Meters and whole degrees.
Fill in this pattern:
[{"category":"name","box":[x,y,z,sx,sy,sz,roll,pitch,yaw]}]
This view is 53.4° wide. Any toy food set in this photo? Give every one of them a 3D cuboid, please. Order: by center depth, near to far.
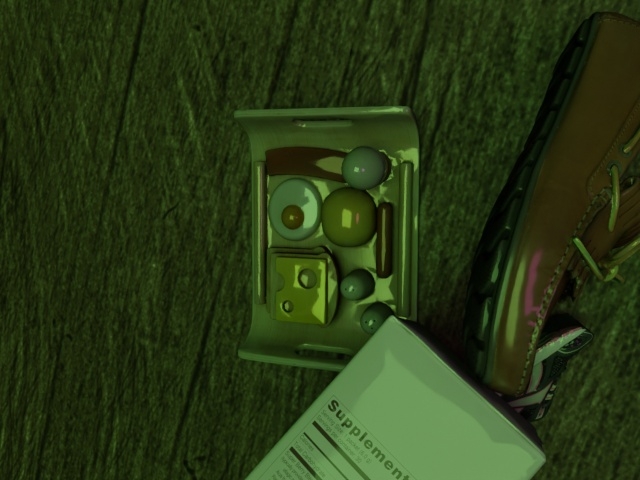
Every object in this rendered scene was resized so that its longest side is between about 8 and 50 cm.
[{"category":"toy food set","box":[0.000,0.000,0.752,0.219,0.092,0.306,2,96,20]}]

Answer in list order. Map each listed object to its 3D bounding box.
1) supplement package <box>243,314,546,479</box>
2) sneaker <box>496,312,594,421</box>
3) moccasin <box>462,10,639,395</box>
[{"category":"supplement package","box":[0.049,0.238,0.616,0.175,0.177,0.293,42,94,18]},{"category":"sneaker","box":[0.232,0.155,0.703,0.077,0.072,0.178,44,116,-1]},{"category":"moccasin","box":[0.244,-0.030,0.596,0.147,0.139,0.380,26,70,6]}]
